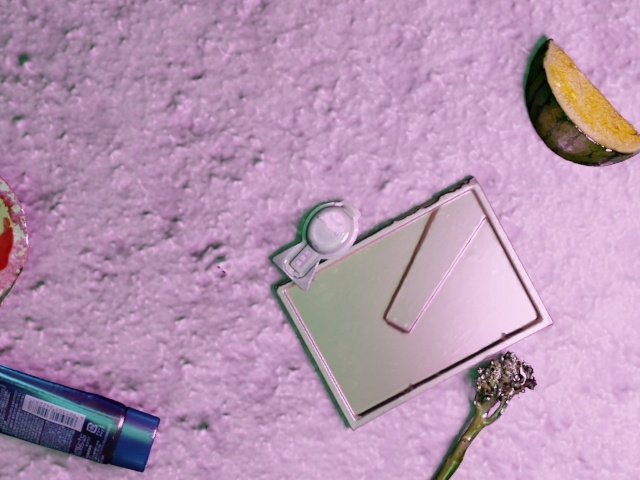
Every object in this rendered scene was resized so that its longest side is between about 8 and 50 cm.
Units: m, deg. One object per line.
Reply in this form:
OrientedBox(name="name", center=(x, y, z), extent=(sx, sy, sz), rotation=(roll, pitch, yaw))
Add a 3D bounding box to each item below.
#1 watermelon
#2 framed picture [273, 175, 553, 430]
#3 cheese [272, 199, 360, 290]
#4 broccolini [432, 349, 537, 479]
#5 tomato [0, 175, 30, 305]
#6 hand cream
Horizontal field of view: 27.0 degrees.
OrientedBox(name="watermelon", center=(0.309, -0.148, 1.646), extent=(0.181, 0.075, 0.092), rotation=(44, 49, -7))
OrientedBox(name="framed picture", center=(0.117, 0.081, 1.670), extent=(0.289, 0.016, 0.213), rotation=(-29, 95, 1))
OrientedBox(name="cheese", center=(0.000, 0.000, 1.647), extent=(0.067, 0.026, 0.121), rotation=(44, 91, 15))
OrientedBox(name="broccolini", center=(0.185, 0.254, 1.669), extent=(0.071, 0.057, 0.254), rotation=(31, 92, 17))
OrientedBox(name="tomato", center=(-0.451, 0.002, 1.598), extent=(0.228, 0.112, 0.199), rotation=(-35, 103, 3))
OrientedBox(name="hand cream", center=(-0.336, 0.215, 1.635), extent=(0.270, 0.061, 0.120), rotation=(17, 129, -7))
